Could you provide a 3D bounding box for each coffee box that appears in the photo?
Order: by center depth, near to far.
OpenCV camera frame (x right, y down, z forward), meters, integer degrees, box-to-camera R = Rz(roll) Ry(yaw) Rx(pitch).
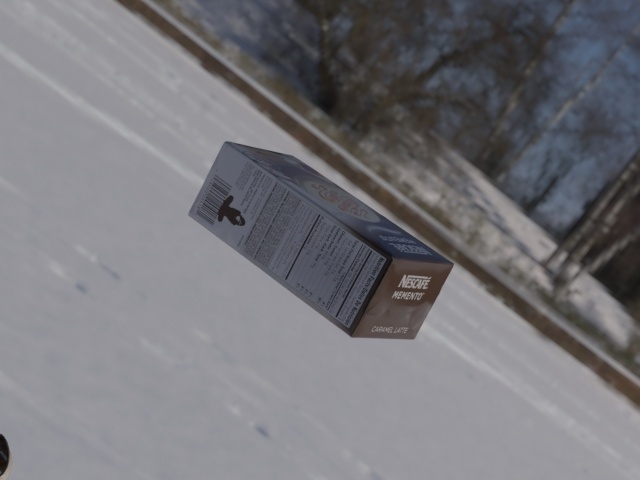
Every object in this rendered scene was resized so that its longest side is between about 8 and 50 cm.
[{"bbox_3d":[0.000,0.000,1.509,0.246,0.098,0.141,35,15,28],"label":"coffee box"}]

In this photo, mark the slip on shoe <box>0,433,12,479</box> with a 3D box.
[{"bbox_3d":[-0.375,0.234,1.574,0.135,0.051,0.041,41,-33,46],"label":"slip on shoe"}]
